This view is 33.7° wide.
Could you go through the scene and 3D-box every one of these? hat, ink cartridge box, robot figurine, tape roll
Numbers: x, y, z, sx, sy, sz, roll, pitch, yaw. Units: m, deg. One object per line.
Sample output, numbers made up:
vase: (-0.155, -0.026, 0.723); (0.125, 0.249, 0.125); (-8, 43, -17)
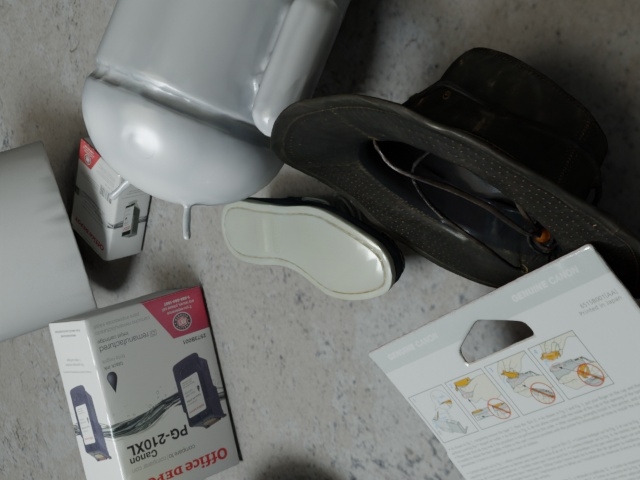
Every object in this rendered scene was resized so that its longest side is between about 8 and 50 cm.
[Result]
hat: (0.126, -0.074, 0.847); (0.331, 0.331, 0.133); (14, 74, 45)
ink cartridge box: (-0.274, -0.057, 1.385); (0.099, 0.056, 0.135); (41, 130, 34)
ink cartridge box: (-0.215, 0.193, 1.310); (0.100, 0.172, 0.237); (-8, 96, 49)
robot figurine: (-0.095, -0.182, 0.985); (0.300, 0.200, 0.353); (28, 96, 53)
tape roll: (-0.415, 0.006, 1.409); (0.246, 0.169, 0.246); (162, 90, -76)
ink cartridge box: (0.201, 0.131, 0.855); (0.239, 0.060, 0.275); (53, 139, -3)

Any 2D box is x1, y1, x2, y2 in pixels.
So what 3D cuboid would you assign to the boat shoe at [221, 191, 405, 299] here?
boat shoe: (0.000, 0.000, 1.080); (0.255, 0.079, 0.095); (8, 111, 49)
